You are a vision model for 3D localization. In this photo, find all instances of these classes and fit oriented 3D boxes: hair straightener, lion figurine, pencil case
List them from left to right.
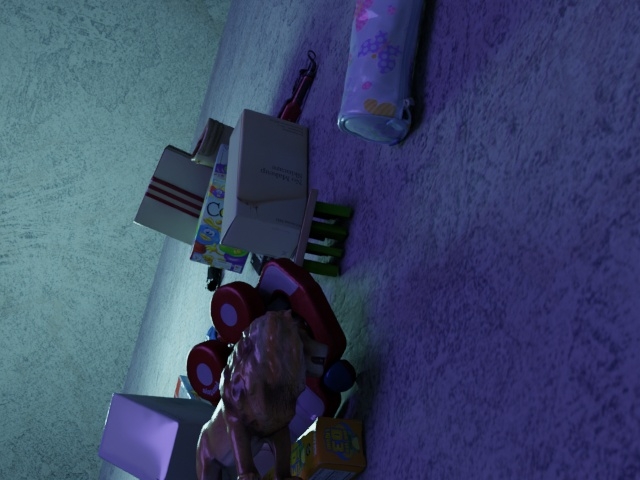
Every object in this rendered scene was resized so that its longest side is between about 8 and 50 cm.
[{"bbox_3d":[-0.121,0.290,1.232,0.392,0.142,0.240,-50,41,38],"label":"lion figurine"},{"bbox_3d":[-0.064,-0.351,1.977,0.089,0.047,0.230,-106,35,-58],"label":"hair straightener"},{"bbox_3d":[0.101,-0.292,1.317,0.124,0.114,0.273,-20,57,57],"label":"pencil case"}]

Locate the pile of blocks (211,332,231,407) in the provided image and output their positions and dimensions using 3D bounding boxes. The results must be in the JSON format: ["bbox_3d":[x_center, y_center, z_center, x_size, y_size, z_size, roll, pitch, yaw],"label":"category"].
[{"bbox_3d":[-0.177,0.218,1.784,0.149,0.113,0.362,-120,47,-65],"label":"pile of blocks"}]

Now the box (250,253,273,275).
[{"bbox_3d":[-0.122,-0.005,1.922,0.116,0.029,0.162,-137,61,-71],"label":"box"}]

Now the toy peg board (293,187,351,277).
[{"bbox_3d":[0.000,0.000,1.500,0.160,0.079,0.161,130,152,-86],"label":"toy peg board"}]

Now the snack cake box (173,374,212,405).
[{"bbox_3d":[-0.318,0.447,2.085,0.264,0.089,0.152,-163,85,-73],"label":"snack cake box"}]

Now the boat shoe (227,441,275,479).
[{"bbox_3d":[-0.136,0.489,1.486,0.095,0.112,0.335,-74,8,-76],"label":"boat shoe"}]

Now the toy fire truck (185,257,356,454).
[{"bbox_3d":[-0.058,0.193,1.338,0.254,0.169,0.302,40,122,25],"label":"toy fire truck"}]

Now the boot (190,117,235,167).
[{"bbox_3d":[-0.235,-0.173,2.107,0.095,0.204,0.262,-104,33,-56],"label":"boot"}]

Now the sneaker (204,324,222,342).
[{"bbox_3d":[-0.254,0.287,2.042,0.082,0.069,0.209,-54,28,42],"label":"sneaker"}]

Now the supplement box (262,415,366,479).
[{"bbox_3d":[-0.014,0.348,1.242,0.233,0.080,0.078,125,150,-44],"label":"supplement box"}]

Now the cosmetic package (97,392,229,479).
[{"bbox_3d":[-0.277,0.399,1.643,0.224,0.225,0.138,10,86,43],"label":"cosmetic package"}]

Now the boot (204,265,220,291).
[{"bbox_3d":[-0.307,0.083,2.402,0.121,0.045,0.099,111,165,-45],"label":"boot"}]

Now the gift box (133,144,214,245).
[{"bbox_3d":[-0.344,-0.125,2.300,0.276,0.258,0.255,-107,42,-76],"label":"gift box"}]

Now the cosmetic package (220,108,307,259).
[{"bbox_3d":[-0.118,-0.124,1.788,0.113,0.160,0.309,124,153,-46],"label":"cosmetic package"}]

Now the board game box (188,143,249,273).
[{"bbox_3d":[-0.217,-0.074,2.024,0.144,0.142,0.275,-86,15,-48],"label":"board game box"}]
